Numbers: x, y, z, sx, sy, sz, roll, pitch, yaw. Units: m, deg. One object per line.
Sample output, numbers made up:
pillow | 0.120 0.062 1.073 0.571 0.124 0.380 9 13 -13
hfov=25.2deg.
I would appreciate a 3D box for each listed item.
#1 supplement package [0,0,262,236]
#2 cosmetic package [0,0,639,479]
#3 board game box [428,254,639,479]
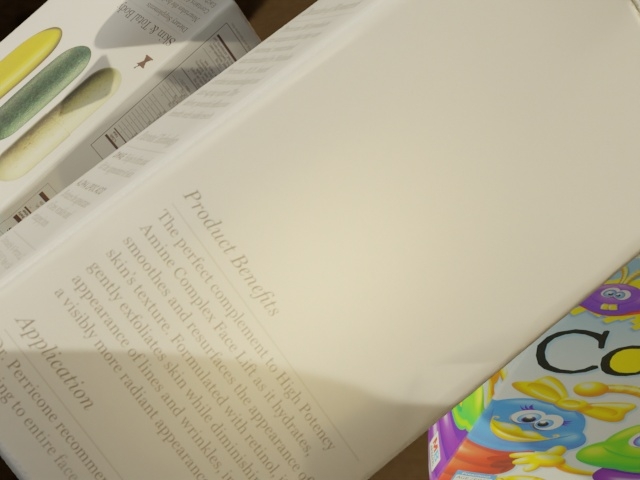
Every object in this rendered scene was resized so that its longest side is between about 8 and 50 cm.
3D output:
supplement package | -0.167 -0.072 1.179 0.262 0.199 0.198 -43 132 -8
cosmetic package | 0.000 0.000 0.446 0.231 0.085 0.117 -37 106 -12
board game box | 0.153 0.020 0.727 0.144 0.275 0.142 6 59 -7
